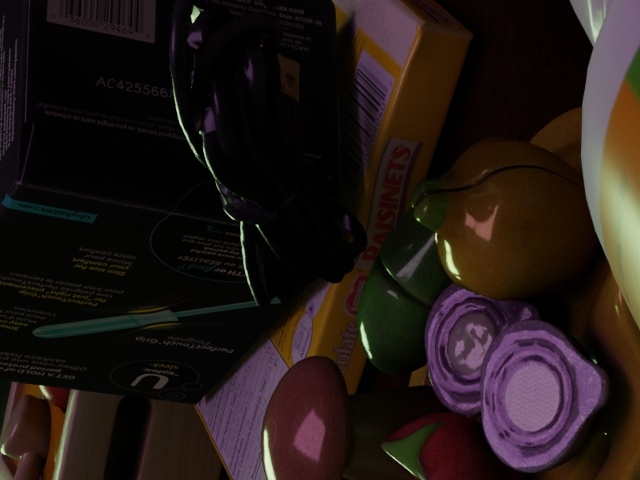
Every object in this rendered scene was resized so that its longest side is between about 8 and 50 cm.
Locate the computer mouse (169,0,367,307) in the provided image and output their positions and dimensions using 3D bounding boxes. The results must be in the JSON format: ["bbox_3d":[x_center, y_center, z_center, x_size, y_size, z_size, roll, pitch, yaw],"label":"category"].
[{"bbox_3d":[-0.012,-0.112,0.600,0.184,0.060,0.262,75,-172,-63],"label":"computer mouse"}]

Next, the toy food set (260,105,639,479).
[{"bbox_3d":[0.031,0.054,0.584,0.128,0.071,0.218,-110,36,-49],"label":"toy food set"}]

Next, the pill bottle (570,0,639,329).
[{"bbox_3d":[0.121,0.003,0.304,0.246,0.136,0.136,-109,35,-48],"label":"pill bottle"}]

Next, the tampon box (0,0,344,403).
[{"bbox_3d":[-0.076,-0.019,0.727,0.161,0.120,0.101,132,142,-55],"label":"tampon box"}]

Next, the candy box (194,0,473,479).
[{"bbox_3d":[0.000,0.000,0.734,0.105,0.027,0.206,-122,46,-62],"label":"candy box"}]

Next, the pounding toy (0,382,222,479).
[{"bbox_3d":[-0.105,0.088,0.854,0.130,0.100,0.141,-145,66,-65],"label":"pounding toy"}]

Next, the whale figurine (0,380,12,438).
[{"bbox_3d":[-0.181,0.050,1.056,0.272,0.141,0.216,-49,31,10],"label":"whale figurine"}]
